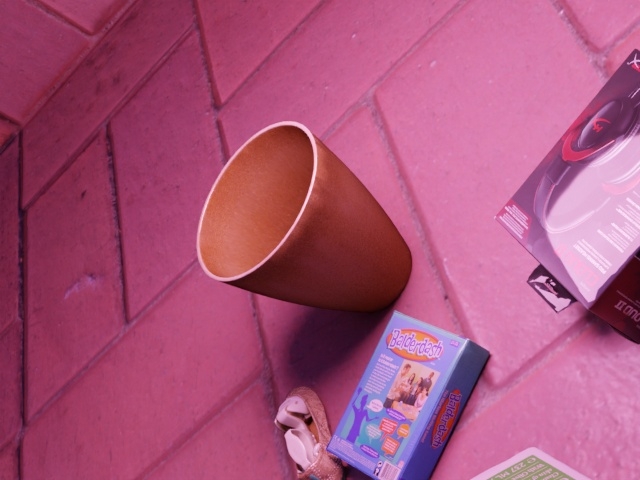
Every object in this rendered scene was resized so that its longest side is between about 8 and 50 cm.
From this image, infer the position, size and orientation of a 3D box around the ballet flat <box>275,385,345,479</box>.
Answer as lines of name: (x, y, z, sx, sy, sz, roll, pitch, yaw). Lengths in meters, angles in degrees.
ballet flat: (-0.024, 0.263, 1.638, 0.073, 0.067, 0.206, -51, 34, 13)

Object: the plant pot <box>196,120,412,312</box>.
plant pot: (0.000, 0.000, 1.641, 0.237, 0.254, 0.237, -32, 42, 34)

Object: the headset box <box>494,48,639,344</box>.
headset box: (0.352, -0.042, 1.353, 0.293, 0.110, 0.218, -51, 35, 12)

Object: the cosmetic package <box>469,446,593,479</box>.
cosmetic package: (0.243, 0.349, 1.070, 0.197, 0.155, 0.365, -23, 20, -22)

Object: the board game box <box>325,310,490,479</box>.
board game box: (0.110, 0.209, 1.528, 0.160, 0.047, 0.210, 20, 81, 56)
